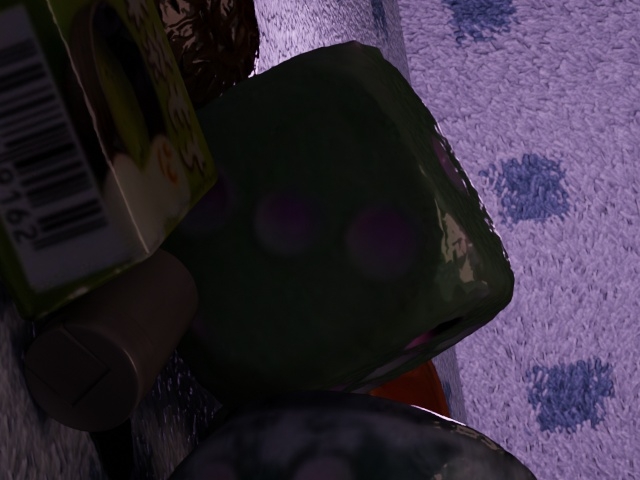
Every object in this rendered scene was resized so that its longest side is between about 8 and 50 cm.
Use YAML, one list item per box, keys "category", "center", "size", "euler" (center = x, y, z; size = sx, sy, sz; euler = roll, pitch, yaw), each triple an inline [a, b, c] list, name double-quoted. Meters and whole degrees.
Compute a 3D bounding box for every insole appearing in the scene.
- category: "insole"
  center: [-0.230, 0.073, 1.539]
  size: [0.119, 0.009, 0.348]
  euler: [-53, 132, -74]

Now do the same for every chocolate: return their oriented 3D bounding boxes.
- category: "chocolate"
  center: [-0.221, -0.122, 1.415]
  size: [0.289, 0.137, 0.301]
  euler: [-61, 135, -68]

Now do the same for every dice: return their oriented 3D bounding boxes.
- category: "dice"
  center: [0.000, 0.000, 1.693]
  size: [0.322, 0.330, 0.318]
  euler: [63, 13, 12]
- category: "dice"
  center: [0.032, 0.359, 1.512]
  size: [0.330, 0.328, 0.348]
  euler: [36, 56, -43]

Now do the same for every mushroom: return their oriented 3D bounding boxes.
- category: "mushroom"
  center: [-0.164, -0.248, 1.726]
  size: [0.278, 0.163, 0.297]
  euler: [-79, 156, -55]

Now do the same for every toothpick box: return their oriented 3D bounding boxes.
- category: "toothpick box"
  center: [-0.189, 0.087, 1.444]
  size: [0.181, 0.111, 0.111]
  euler: [-59, 138, -62]

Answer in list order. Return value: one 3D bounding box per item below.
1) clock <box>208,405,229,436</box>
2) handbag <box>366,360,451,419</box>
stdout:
- category: "clock"
  center: [-0.031, 0.279, 1.870]
  size: [0.265, 0.108, 0.324]
  euler: [65, 13, 23]
- category: "handbag"
  center: [0.060, 0.226, 2.139]
  size: [0.303, 0.116, 0.410]
  euler: [36, -24, 44]
